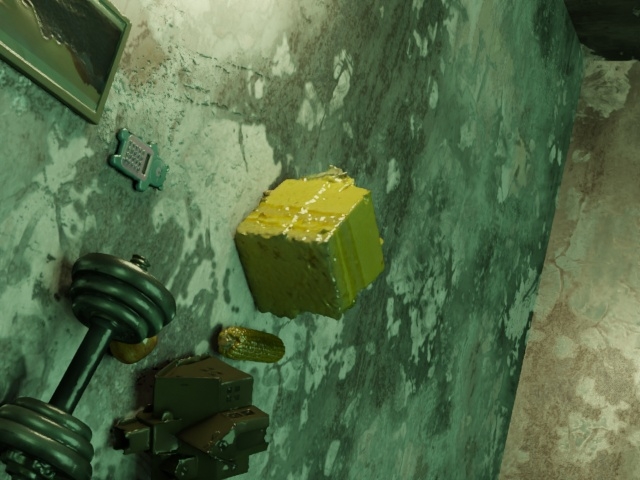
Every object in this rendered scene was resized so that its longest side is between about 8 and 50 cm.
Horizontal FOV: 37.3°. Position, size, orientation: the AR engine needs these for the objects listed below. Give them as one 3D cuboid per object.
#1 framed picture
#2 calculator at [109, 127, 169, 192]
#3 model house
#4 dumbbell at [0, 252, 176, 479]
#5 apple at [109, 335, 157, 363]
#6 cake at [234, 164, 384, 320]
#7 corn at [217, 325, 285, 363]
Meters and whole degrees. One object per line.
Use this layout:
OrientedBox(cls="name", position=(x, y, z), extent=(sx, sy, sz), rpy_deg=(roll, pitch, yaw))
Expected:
OrientedBox(cls="framed picture", position=(-0.393, -0.319, 1.429), extent=(0.265, 0.018, 0.192), rpy_deg=(38, 62, -56))
OrientedBox(cls="calculator", position=(-0.304, -0.132, 1.615), extent=(0.141, 0.019, 0.094), rpy_deg=(38, 60, -55))
OrientedBox(cls="model house", position=(-0.237, 0.335, 1.670), extent=(0.243, 0.204, 0.211), rpy_deg=(-5, 102, -42))
OrientedBox(cls="dumbbell", position=(-0.358, 0.193, 1.426), extent=(0.179, 0.179, 0.406), rpy_deg=(58, 46, -47))
OrientedBox(cls="apple", position=(-0.316, 0.165, 1.594), extent=(0.071, 0.084, 0.084), rpy_deg=(56, 42, -10))
OrientedBox(cls="cake", position=(0.000, 0.000, 1.966), extent=(0.286, 0.222, 0.227), rpy_deg=(-51, 139, -43))
OrientedBox(cls="corn", position=(-0.138, 0.212, 1.917), extent=(0.207, 0.068, 0.068), rpy_deg=(18, 80, -59))
